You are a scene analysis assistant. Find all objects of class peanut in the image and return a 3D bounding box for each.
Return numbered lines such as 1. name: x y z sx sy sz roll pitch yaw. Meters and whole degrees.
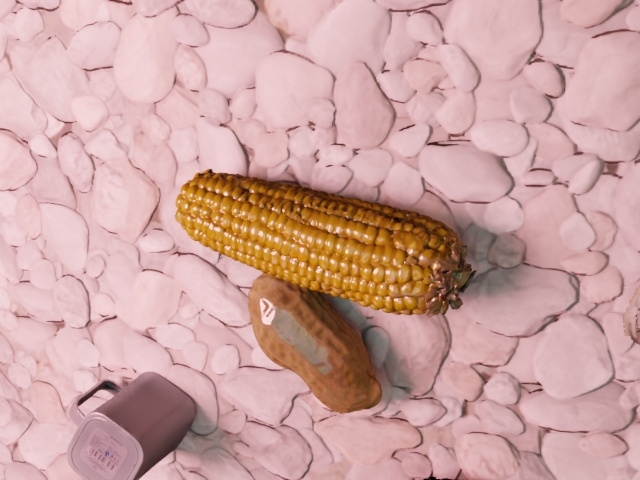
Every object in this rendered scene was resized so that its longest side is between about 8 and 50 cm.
1. peanut: -0.010 0.117 0.652 0.093 0.083 0.194 -39 91 6

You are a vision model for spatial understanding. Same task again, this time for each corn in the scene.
1. corn: 0.000 0.000 0.604 0.317 0.115 0.115 14 107 12

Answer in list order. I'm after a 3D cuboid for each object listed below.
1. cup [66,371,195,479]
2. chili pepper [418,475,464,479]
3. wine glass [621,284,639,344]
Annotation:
1. cup: -0.240 0.224 0.718 0.128 0.129 0.095 35 103 7
2. chili pepper: 0.134 0.413 0.624 0.248 0.233 0.257 38 119 19
3. wine glass: 0.436 0.133 0.514 0.321 0.143 0.143 40 110 2
